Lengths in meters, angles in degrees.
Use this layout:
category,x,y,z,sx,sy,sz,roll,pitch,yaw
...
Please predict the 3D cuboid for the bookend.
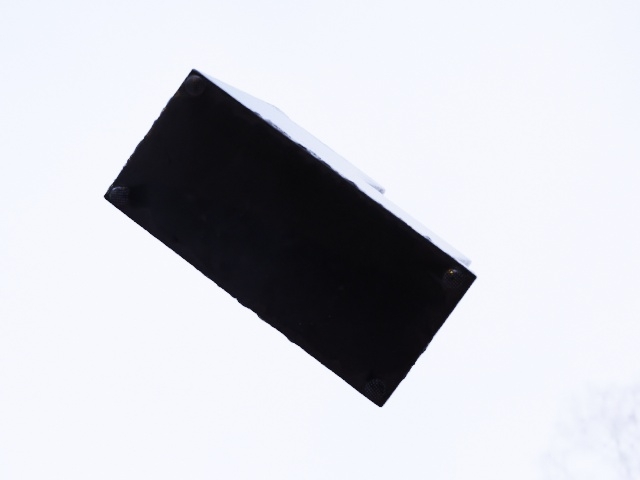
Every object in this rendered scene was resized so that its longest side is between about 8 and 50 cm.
category,x,y,z,sx,sy,sz,roll,pitch,yaw
bookend,0.000,0.000,0.861,0.156,0.157,0.072,36,-85,10
